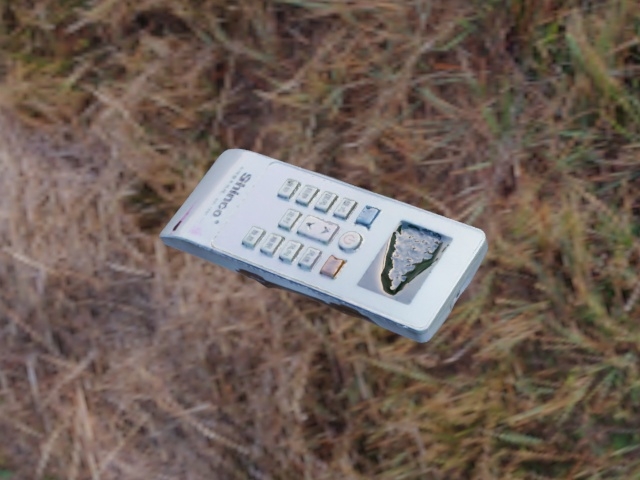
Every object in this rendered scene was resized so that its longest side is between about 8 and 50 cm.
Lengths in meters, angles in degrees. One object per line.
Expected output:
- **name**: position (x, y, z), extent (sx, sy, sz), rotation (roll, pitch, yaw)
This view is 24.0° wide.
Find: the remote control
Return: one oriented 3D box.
- **remote control**: position (0.000, 0.000, 0.733), extent (0.166, 0.065, 0.029), rotation (20, 152, 32)
